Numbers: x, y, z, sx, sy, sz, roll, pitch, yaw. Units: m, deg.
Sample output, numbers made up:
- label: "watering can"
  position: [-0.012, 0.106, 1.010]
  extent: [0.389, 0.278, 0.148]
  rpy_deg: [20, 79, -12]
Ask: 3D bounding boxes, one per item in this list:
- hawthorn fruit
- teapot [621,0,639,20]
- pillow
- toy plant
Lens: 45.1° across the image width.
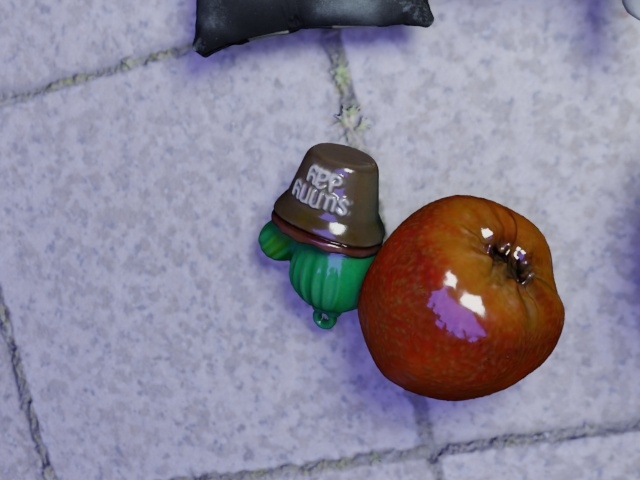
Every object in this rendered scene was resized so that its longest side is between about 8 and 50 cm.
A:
- label: "hawthorn fruit"
  position: [0.118, 0.070, 0.756]
  extent: [0.196, 0.196, 0.225]
  rpy_deg: [48, 133, 3]
- label: "teapot"
  position: [0.173, -0.363, 0.637]
  extent: [0.424, 0.252, 0.280]
  rpy_deg: [48, 131, 4]
- label: "pillow"
  position: [-0.015, -0.288, 0.762]
  extent: [0.250, 0.106, 0.186]
  rpy_deg: [-5, 89, 11]
- label: "toy plant"
  position: [0.000, 0.000, 0.808]
  extent: [0.143, 0.105, 0.200]
  rpy_deg: [22, 115, 19]
